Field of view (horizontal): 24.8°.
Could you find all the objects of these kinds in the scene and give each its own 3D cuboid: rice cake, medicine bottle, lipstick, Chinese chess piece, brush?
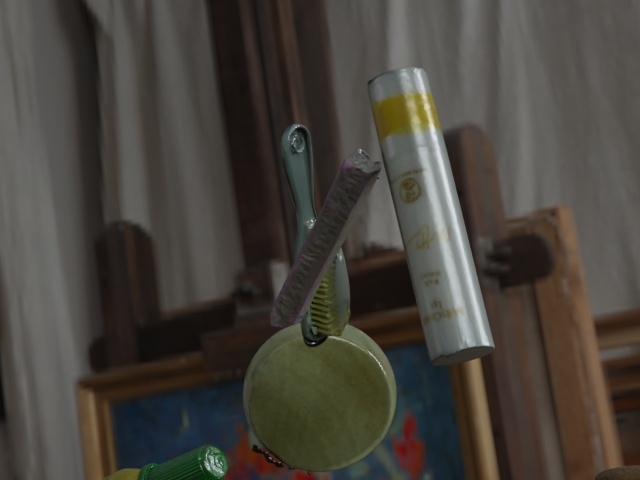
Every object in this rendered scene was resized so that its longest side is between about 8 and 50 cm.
[{"bbox_3d":[0.002,0.003,1.369,0.047,0.036,0.206,-36,-22,-54],"label":"rice cake"},{"bbox_3d":[-0.253,0.362,2.049,0.309,0.111,0.076,-31,-43,34],"label":"medicine bottle"},{"bbox_3d":[0.095,-0.022,1.269,0.059,0.264,0.059,-11,-17,-3],"label":"lipstick"},{"bbox_3d":[-0.004,0.231,2.161,0.238,0.237,0.092,-8,12,-1],"label":"Chinese chess piece"},{"bbox_3d":[0.000,0.000,1.799,0.060,0.296,0.068,9,27,37],"label":"brush"}]

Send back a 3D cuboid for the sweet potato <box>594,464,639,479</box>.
[{"bbox_3d":[0.378,0.249,1.490,0.214,0.050,0.050,-12,-10,35],"label":"sweet potato"}]
